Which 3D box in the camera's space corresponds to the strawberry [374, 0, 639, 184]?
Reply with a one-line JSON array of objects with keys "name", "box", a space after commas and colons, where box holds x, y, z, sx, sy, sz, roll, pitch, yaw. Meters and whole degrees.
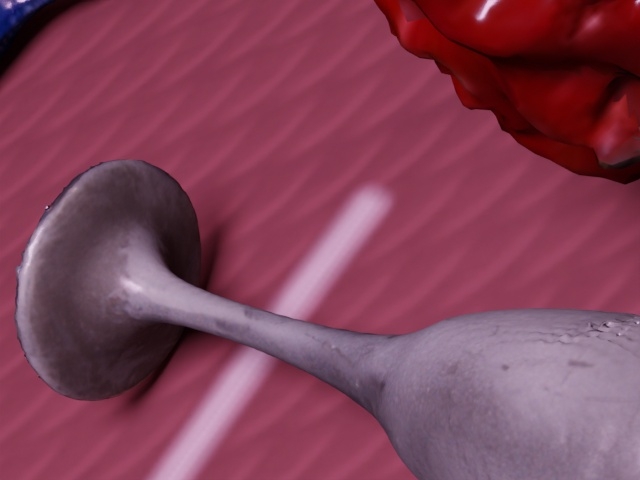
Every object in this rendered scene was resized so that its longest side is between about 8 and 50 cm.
[{"name": "strawberry", "box": [0.115, -0.180, 0.659, 0.345, 0.318, 0.295, -118, 39, -57]}]

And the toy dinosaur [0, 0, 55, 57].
[{"name": "toy dinosaur", "box": [-0.172, -0.068, 0.908, 0.188, 0.075, 0.247, 9, 61, 28]}]

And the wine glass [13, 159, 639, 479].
[{"name": "wine glass", "box": [0.000, 0.000, 0.621, 0.310, 0.264, 0.096, 16, 63, 38]}]
